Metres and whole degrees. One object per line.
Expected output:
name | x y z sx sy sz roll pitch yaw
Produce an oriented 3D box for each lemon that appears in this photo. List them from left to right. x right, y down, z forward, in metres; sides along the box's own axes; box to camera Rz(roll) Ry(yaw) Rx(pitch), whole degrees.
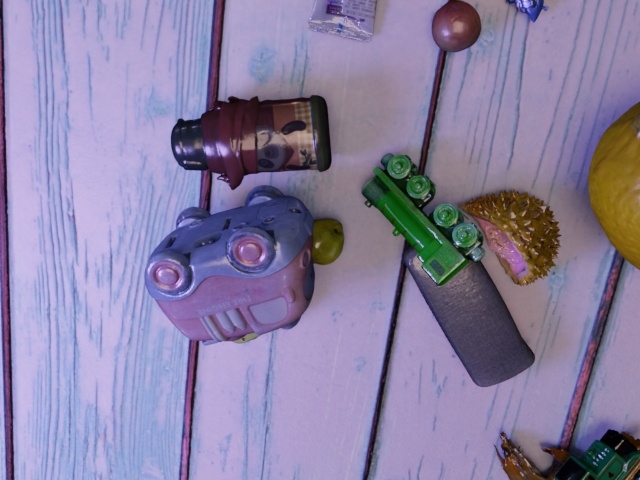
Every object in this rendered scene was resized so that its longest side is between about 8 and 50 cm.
lemon | 0.595 -0.083 0.868 0.337 0.336 0.335 1 106 3

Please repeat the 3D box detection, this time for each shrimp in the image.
shrimp | 0.460 0.483 1.157 0.249 0.068 0.150 41 92 -13

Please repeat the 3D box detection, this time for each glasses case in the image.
glasses case | 0.281 0.126 1.058 0.131 0.074 0.323 -29 102 12

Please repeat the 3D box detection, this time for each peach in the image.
peach | 0.224 -0.355 0.924 0.083 0.083 0.083 1 106 3

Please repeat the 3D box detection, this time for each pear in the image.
pear | 0.000 0.000 1.035 0.092 0.092 0.097 34 105 -6

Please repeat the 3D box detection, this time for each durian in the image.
durian | 0.358 -0.008 1.012 0.132 0.165 0.182 -27 77 50

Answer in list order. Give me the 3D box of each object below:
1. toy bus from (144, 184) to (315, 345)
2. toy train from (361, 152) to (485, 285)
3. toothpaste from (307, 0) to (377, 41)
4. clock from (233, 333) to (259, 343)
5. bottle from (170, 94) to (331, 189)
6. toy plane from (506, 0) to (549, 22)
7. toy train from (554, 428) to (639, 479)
toy bus | -0.134 0.060 0.942 0.295 0.197 0.231 -16 115 9
toy train | 0.174 -0.042 0.975 0.119 0.085 0.251 -46 69 13
toothpaste | 0.061 -0.488 0.909 0.114 0.073 0.299 12 113 -1
clock | -0.153 0.071 1.071 0.170 0.069 0.231 -31 102 11
bottle | -0.119 -0.169 0.967 0.272 0.143 0.156 -5 80 2
toy plane | 0.327 -0.440 0.914 0.062 0.054 0.167 -11 107 33
toy train | 0.563 0.462 1.104 0.136 0.091 0.227 38 90 -9
